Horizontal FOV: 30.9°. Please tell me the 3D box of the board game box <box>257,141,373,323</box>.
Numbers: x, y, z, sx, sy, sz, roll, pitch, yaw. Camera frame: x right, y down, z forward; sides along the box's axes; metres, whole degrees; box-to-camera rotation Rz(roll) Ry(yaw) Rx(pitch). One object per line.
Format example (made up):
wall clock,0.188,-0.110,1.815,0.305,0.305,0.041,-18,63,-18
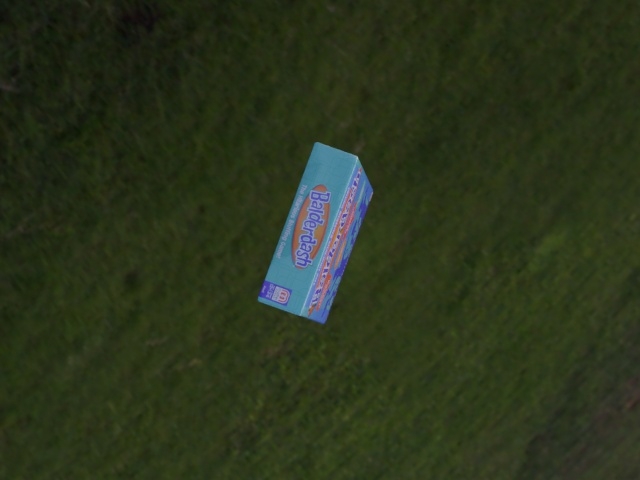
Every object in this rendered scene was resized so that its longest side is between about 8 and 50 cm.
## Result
board game box,0.000,0.000,1.170,0.210,0.047,0.160,39,71,-81
